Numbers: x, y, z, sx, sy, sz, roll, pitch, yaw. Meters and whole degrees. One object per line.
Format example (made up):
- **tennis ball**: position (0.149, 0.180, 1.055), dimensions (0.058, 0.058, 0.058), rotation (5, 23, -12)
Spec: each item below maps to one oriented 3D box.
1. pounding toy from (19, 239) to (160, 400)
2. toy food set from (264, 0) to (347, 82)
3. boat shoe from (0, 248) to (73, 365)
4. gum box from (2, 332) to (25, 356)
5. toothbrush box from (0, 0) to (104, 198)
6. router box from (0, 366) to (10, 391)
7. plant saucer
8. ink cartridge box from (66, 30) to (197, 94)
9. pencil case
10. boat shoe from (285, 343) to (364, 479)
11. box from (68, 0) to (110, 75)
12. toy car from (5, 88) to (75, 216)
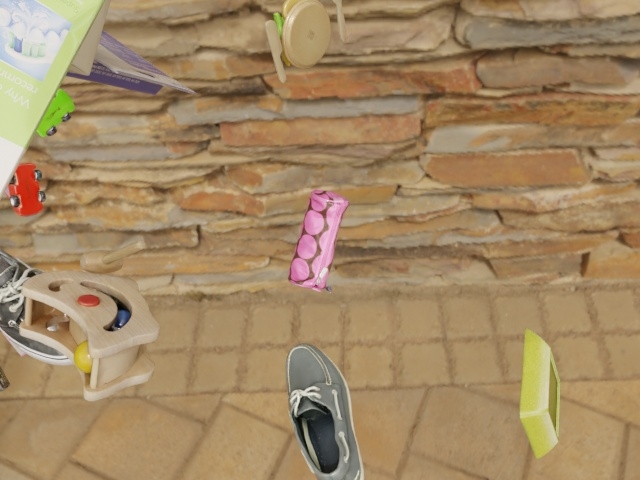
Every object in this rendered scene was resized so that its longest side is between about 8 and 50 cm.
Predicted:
- **pounding toy**: position (-0.321, 0.077, 0.832), dimensions (0.154, 0.155, 0.269), rotation (-1, 25, -33)
- **toy food set**: position (-0.031, -0.382, 1.107), dimensions (0.038, 0.132, 0.192), rotation (26, 54, 37)
- **boat shoe**: position (-0.498, 0.082, 0.982), dimensions (0.306, 0.105, 0.113), rotation (44, 67, 7)
- **gum box**: position (-0.508, 0.145, 1.152), dimensions (0.188, 0.062, 0.107), rotation (-28, 10, 34)
- **toothbrush box**: position (-0.250, -0.162, 0.458), dimensions (0.206, 0.122, 0.283), rotation (9, 75, 59)
- **router box**: position (-0.554, 0.197, 0.934), dimensions (0.092, 0.038, 0.122), rotation (-28, 95, -10)
- **plant saucer**: position (0.424, 0.293, 1.157), dimensions (0.045, 0.188, 0.188), rotation (-5, 47, 28)
- **ink cartridge box**: position (-0.427, -0.346, 1.132), dimensions (0.307, 0.303, 0.072), rotation (37, 104, 8)
- **pencil case**: position (0.000, 0.000, 1.269), dimensions (0.095, 0.209, 0.098), rotation (11, 7, -16)
- **boat shoe**: position (-0.004, 0.314, 1.133), dimensions (0.116, 0.099, 0.319), rotation (-25, 49, 6)
- **box**: position (-0.367, -0.392, 0.879), dimensions (0.113, 0.094, 0.275), rotation (14, 89, 10)
- **toy car**: position (-0.549, -0.195, 1.119), dimensions (0.053, 0.239, 0.225), rotation (11, 54, 35)
